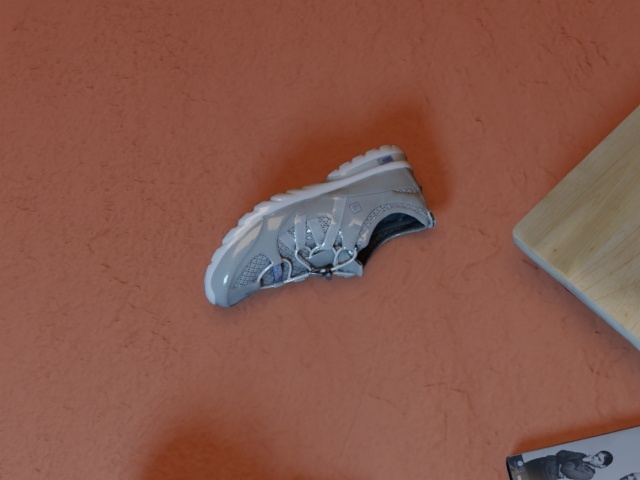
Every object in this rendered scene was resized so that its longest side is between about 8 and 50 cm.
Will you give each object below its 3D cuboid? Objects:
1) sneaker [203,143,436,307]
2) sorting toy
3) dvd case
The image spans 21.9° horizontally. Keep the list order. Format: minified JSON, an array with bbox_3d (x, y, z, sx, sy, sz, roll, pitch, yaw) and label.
[{"bbox_3d":[0.000,0.000,1.842,0.281,0.105,0.115,-31,66,-10],"label":"sneaker"},{"bbox_3d":[0.387,0.002,1.813,0.257,0.089,0.255,-43,68,-13],"label":"sorting toy"},{"bbox_3d":[0.331,0.284,1.721,0.238,0.029,0.179,-13,64,-1],"label":"dvd case"}]
